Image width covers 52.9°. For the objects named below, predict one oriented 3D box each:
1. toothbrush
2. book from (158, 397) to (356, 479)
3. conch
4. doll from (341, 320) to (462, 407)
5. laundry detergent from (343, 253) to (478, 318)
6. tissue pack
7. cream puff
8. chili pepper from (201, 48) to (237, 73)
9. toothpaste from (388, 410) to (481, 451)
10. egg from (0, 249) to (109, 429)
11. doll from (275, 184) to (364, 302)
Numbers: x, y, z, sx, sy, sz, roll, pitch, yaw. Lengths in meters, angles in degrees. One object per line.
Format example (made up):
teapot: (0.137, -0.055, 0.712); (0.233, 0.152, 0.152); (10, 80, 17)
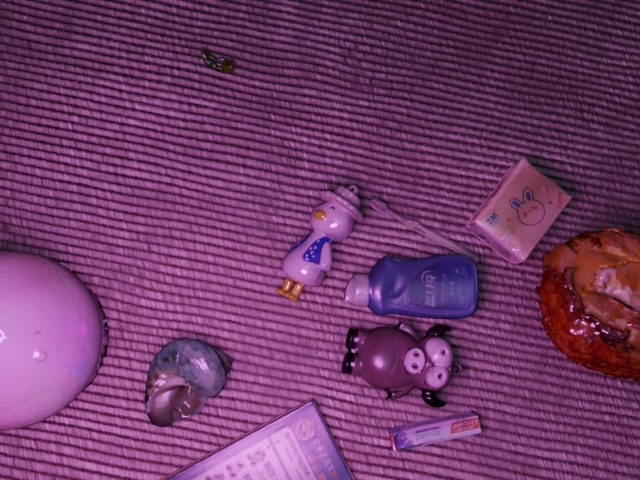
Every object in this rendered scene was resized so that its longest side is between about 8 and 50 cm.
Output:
toothbrush: (0.239, -0.022, 1.478); (0.294, 0.028, 0.026); (29, 80, -3)
book: (-0.135, 0.562, 1.339); (0.428, 0.039, 0.300); (-26, 82, -8)
conch: (-0.276, 0.287, 1.343); (0.188, 0.122, 0.176); (-13, 101, -4)
doll: (0.179, 0.253, 1.377); (0.257, 0.117, 0.182); (10, 74, 1)
laundry detergent: (0.196, 0.103, 1.416); (0.290, 0.094, 0.143); (0, 83, -4)
tissue pack: (0.448, -0.064, 1.463); (0.148, 0.092, 0.196); (38, 81, 3)
cream puff: (0.624, 0.143, 1.366); (0.350, 0.228, 0.350); (0, 56, 0)
chili pepper: (-0.241, -0.420, 1.522); (0.091, 0.034, 0.030); (23, 46, 2)
toothpaste: (0.245, 0.411, 1.391); (0.196, 0.040, 0.047); (-10, 83, -6)
egg: (-0.620, 0.185, 1.230); (0.354, 0.340, 0.354); (1, 78, -3)
doll: (0.000, 0.000, 1.413); (0.119, 0.138, 0.293); (40, 80, -37)
